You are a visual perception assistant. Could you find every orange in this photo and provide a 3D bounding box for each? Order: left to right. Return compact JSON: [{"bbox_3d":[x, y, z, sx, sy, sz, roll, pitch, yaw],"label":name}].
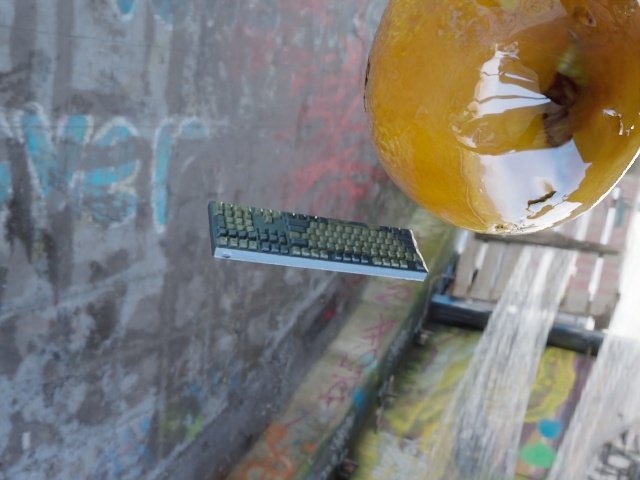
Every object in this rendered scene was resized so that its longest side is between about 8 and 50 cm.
[{"bbox_3d":[0.158,-0.123,0.654,0.246,0.246,0.246,-33,129,-55],"label":"orange"}]

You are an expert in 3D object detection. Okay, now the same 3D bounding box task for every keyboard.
[{"bbox_3d":[0.000,0.001,0.623,0.055,0.176,0.014,-104,-150,-45],"label":"keyboard"}]
